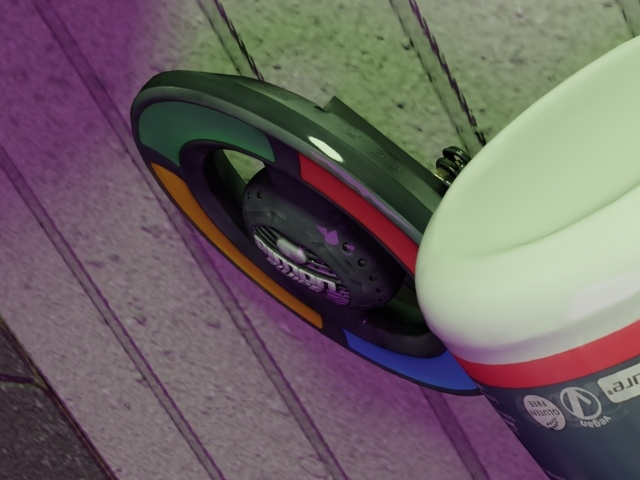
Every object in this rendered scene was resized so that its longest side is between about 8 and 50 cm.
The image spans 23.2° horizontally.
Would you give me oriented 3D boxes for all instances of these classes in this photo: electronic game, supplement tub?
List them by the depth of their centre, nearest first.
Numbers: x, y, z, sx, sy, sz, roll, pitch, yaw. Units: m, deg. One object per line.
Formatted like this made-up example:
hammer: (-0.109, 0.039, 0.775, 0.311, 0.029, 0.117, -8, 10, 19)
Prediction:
supplement tub: (0.184, 0.060, 0.627, 0.191, 0.191, 0.272, -21, 114, 46)
electronic game: (0.000, 0.000, 0.767, 0.229, 0.048, 0.229, 34, 162, 13)

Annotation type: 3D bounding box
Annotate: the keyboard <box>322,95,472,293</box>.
keyboard: (0.067, -0.004, 0.785, 0.180, 0.023, 0.108, 38, 147, -2)
